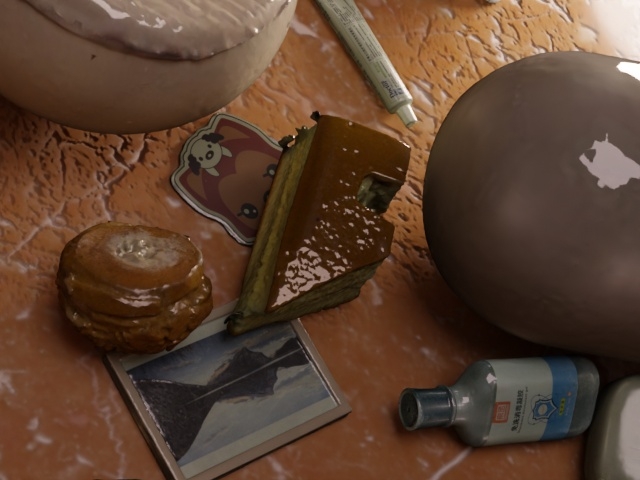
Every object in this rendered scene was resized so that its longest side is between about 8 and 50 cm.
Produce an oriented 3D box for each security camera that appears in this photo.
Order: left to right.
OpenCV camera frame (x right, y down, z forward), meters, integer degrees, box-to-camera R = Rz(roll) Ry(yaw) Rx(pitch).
[{"bbox_3d":[0.327,0.281,1.598,0.157,0.080,0.301,15,69,-6],"label":"security camera"}]

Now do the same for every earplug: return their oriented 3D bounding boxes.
[{"bbox_3d":[0.301,-0.027,1.613,0.394,0.312,0.312,10,60,-18],"label":"earplug"}]

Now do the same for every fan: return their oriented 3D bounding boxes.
[{"bbox_3d":[-0.044,-0.039,1.623,0.220,0.009,0.132,33,57,-6],"label":"fan"}]

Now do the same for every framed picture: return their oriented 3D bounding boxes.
[{"bbox_3d":[-0.084,0.136,1.505,0.203,0.015,0.150,-21,74,-34],"label":"framed picture"}]

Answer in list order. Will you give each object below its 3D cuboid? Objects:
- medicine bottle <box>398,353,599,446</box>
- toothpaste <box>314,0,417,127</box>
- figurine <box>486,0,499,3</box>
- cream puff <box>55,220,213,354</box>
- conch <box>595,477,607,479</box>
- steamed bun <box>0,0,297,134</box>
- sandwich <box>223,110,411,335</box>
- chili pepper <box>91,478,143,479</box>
[{"bbox_3d":[0.177,0.159,1.583,0.208,0.090,0.054,-2,22,-27],"label":"medicine bottle"},{"bbox_3d":[0.051,-0.206,1.749,0.048,0.029,0.197,-20,71,-36],"label":"toothpaste"},{"bbox_3d":[0.208,-0.361,1.858,0.192,0.126,0.147,-47,109,-25],"label":"figurine"},{"bbox_3d":[-0.168,0.048,1.452,0.144,0.103,0.126,5,36,-5],"label":"cream puff"},{"bbox_3d":[0.282,0.383,1.399,0.249,0.368,0.197,-3,44,13],"label":"conch"},{"bbox_3d":[-0.210,-0.259,1.515,0.374,0.241,0.374,14,54,-20],"label":"steamed bun"},{"bbox_3d":[0.000,0.000,1.544,0.128,0.122,0.235,22,58,-9],"label":"sandwich"},{"bbox_3d":[-0.170,0.226,1.407,0.091,0.030,0.034,12,84,-18],"label":"chili pepper"}]
